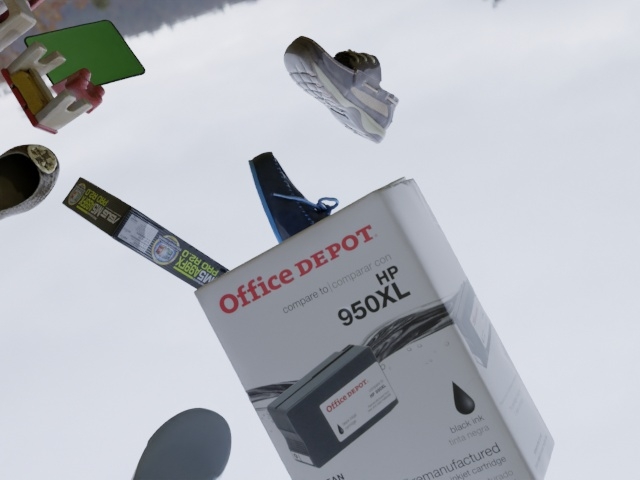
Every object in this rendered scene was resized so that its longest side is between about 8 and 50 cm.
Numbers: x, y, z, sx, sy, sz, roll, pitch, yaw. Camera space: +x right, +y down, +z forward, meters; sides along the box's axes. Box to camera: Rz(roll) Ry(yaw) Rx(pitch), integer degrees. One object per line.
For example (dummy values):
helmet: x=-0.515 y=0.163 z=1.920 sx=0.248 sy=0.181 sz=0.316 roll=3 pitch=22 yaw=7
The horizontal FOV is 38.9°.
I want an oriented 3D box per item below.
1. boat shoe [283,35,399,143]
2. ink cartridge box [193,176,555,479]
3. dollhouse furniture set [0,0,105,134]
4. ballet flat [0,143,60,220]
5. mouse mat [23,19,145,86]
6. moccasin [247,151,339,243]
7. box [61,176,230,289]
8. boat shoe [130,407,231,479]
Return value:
boat shoe: x=0.049 y=-0.324 z=1.814 sx=0.132 sy=0.355 sz=0.130 roll=32 pitch=-92 yaw=32
ink cartridge box: x=0.067 y=0.159 z=1.134 sx=0.285 sy=0.395 sz=0.166 roll=-29 pitch=178 yaw=21
dollhouse furniture set: x=-0.480 y=-0.304 z=1.379 sx=0.152 sy=0.374 sz=0.201 roll=-34 pitch=170 yaw=9
ballet flat: x=-0.418 y=-0.065 z=1.158 sx=0.058 sy=0.084 sz=0.250 roll=-42 pitch=-178 yaw=39
mouse mat: x=-0.448 y=-0.352 z=1.729 sx=0.190 sy=0.152 sz=0.007 roll=-24 pitch=160 yaw=-34
moccasin: x=0.000 y=0.000 z=1.466 sx=0.117 sy=0.342 sz=0.137 roll=-27 pitch=-166 yaw=4
box: x=-0.279 y=0.005 z=1.534 sx=0.216 sy=0.270 sz=0.060 roll=25 pitch=-99 yaw=50
boat shoe: x=-0.251 y=0.434 z=1.413 sx=0.136 sy=0.156 sz=0.367 roll=25 pitch=-138 yaw=-3
